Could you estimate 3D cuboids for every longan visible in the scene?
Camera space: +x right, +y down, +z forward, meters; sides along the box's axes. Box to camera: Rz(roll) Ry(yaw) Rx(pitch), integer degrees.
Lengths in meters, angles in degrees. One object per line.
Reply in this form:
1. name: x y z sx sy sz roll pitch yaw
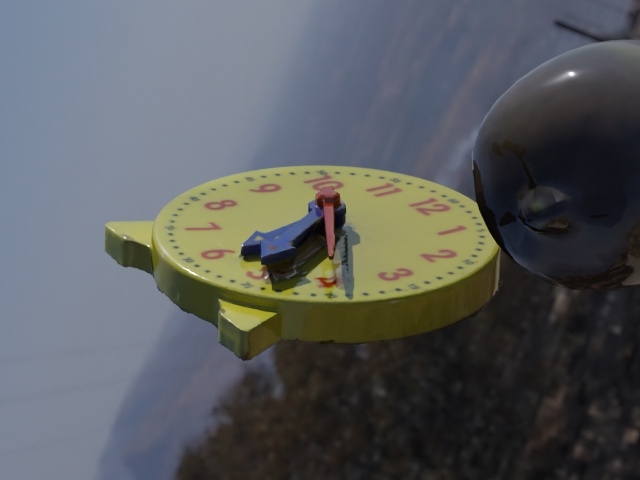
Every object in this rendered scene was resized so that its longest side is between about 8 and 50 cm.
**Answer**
1. longan: 0.196 -0.048 1.234 0.189 0.189 0.189 -159 90 -87

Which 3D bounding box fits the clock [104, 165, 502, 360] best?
1. clock: 0.001 -0.004 1.478 0.277 0.293 0.071 28 124 45
